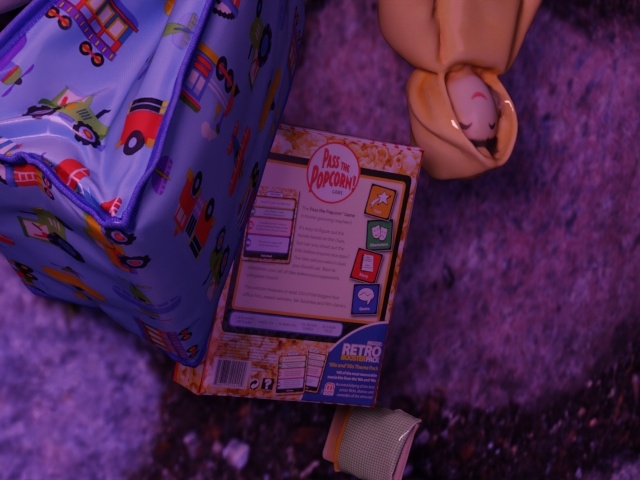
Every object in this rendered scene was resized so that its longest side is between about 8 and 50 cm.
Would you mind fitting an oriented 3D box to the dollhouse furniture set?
[{"bbox_3d":[0.011,0.189,1.142,0.058,0.076,0.152,16,91,-43],"label":"dollhouse furniture set"}]

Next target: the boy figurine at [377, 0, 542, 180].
[{"bbox_3d":[0.106,-0.186,1.119,0.177,0.092,0.285,4,95,-45],"label":"boy figurine"}]

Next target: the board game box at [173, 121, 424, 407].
[{"bbox_3d":[-0.014,0.016,1.077,0.146,0.045,0.193,9,96,-31],"label":"board game box"}]

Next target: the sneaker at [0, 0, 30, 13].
[{"bbox_3d":[-0.126,-0.271,0.826,0.135,0.150,0.366,35,61,4],"label":"sneaker"}]

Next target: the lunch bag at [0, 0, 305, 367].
[{"bbox_3d":[-0.076,-0.107,0.898,0.293,0.138,0.221,-61,165,-18],"label":"lunch bag"}]
